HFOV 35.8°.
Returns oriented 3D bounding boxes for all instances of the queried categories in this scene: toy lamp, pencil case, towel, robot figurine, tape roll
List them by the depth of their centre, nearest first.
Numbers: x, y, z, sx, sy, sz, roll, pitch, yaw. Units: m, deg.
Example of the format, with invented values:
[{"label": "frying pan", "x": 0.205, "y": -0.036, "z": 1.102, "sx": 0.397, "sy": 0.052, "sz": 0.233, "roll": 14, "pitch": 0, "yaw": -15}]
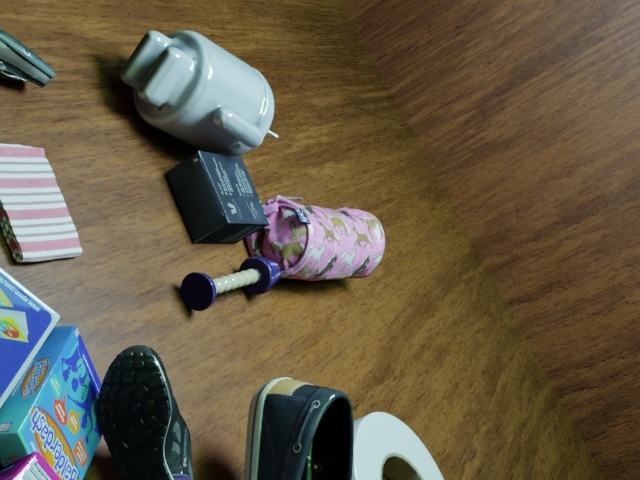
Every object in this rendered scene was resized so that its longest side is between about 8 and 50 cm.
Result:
[{"label": "towel", "x": -0.449, "y": -0.058, "z": 1.521, "sx": 0.144, "sy": 0.029, "sz": 0.197, "roll": -7, "pitch": 72, "yaw": -64}, {"label": "toy lamp", "x": -0.159, "y": 0.078, "z": 1.867, "sx": 0.080, "sy": 0.080, "sz": 0.275, "roll": 63, "pitch": 27, "yaw": 5}, {"label": "robot figurine", "x": -0.230, "y": -0.287, "z": 1.973, "sx": 0.353, "sy": 0.200, "sz": 0.300, "roll": 24, "pitch": 19, "yaw": -51}, {"label": "tape roll", "x": 0.155, "y": 0.536, "z": 1.977, "sx": 0.392, "sy": 0.072, "sz": 0.392, "roll": 44, "pitch": 29, "yaw": -33}, {"label": "pencil case", "x": 0.000, "y": 0.000, "z": 2.161, "sx": 0.160, "sy": 0.167, "sz": 0.386, "roll": 32, "pitch": 12, "yaw": 27}]

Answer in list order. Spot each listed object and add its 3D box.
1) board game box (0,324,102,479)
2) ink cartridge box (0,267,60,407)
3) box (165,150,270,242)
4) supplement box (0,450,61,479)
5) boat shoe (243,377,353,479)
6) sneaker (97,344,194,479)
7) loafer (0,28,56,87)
[{"label": "board game box", "x": -0.348, "y": 0.238, "z": 1.299, "sx": 0.210, "sy": 0.047, "sz": 0.160, "roll": -76, "pitch": 156, "yaw": -55}, {"label": "ink cartridge box", "x": -0.500, "y": 0.119, "z": 1.138, "sx": 0.303, "sy": 0.072, "sz": 0.307, "roll": 47, "pitch": 55, "yaw": -28}, {"label": "box", "x": -0.200, "y": -0.082, "z": 1.938, "sx": 0.158, "sy": 0.093, "sz": 0.156, "roll": 1, "pitch": 63, "yaw": -63}, {"label": "supplement box", "x": -0.375, "y": 0.357, "z": 1.112, "sx": 0.114, "sy": 0.111, "sz": 0.220, "roll": 56, "pitch": 25, "yaw": -10}, {"label": "boat shoe", "x": -0.022, "y": 0.459, "z": 1.520, "sx": 0.187, "sy": 0.156, "sz": 0.500, "roll": 22, "pitch": 65, "yaw": -54}, {"label": "sneaker", "x": -0.241, "y": 0.273, "z": 1.418, "sx": 0.124, "sy": 0.107, "sz": 0.283, "roll": -59, "pitch": 145, "yaw": -72}, {"label": "loafer", "x": -0.544, "y": -0.310, "z": 1.573, "sx": 0.096, "sy": 0.084, "sz": 0.267, "roll": 40, "pitch": 3, "yaw": 41}]
